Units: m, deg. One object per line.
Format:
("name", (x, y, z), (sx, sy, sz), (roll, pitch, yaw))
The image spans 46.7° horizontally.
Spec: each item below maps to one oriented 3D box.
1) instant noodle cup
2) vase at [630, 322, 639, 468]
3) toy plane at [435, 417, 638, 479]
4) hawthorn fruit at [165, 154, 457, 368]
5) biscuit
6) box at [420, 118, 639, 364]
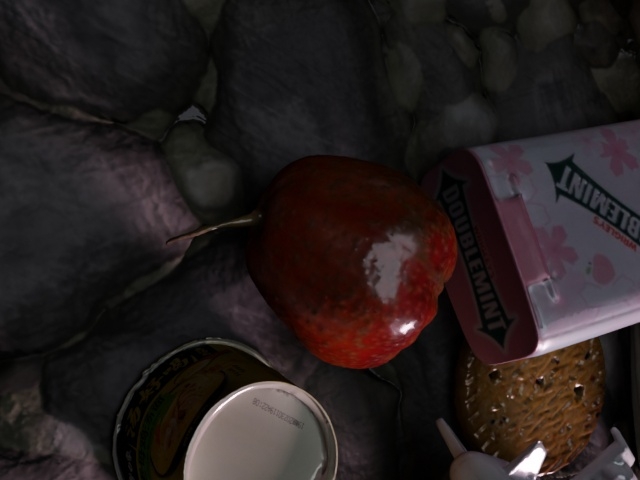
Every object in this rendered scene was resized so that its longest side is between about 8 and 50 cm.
("instant noodle cup", (-0.064, 0.154, 0.543), (0.151, 0.122, 0.152), (-1, 91, -29))
("vase", (0.388, 0.186, 0.775), (0.128, 0.128, 0.248), (-12, 86, -26))
("toy plane", (0.177, 0.254, 0.661), (0.244, 0.117, 0.245), (-10, 123, -16))
("hawthorn fruit", (0.000, 0.000, 0.575), (0.203, 0.162, 0.163), (29, 77, -5))
("biscuit", (0.209, 0.139, 0.732), (0.187, 0.027, 0.188), (1, 88, -27))
("box", (0.290, -0.017, 0.715), (0.369, 0.112, 0.191), (-10, 80, -27))
